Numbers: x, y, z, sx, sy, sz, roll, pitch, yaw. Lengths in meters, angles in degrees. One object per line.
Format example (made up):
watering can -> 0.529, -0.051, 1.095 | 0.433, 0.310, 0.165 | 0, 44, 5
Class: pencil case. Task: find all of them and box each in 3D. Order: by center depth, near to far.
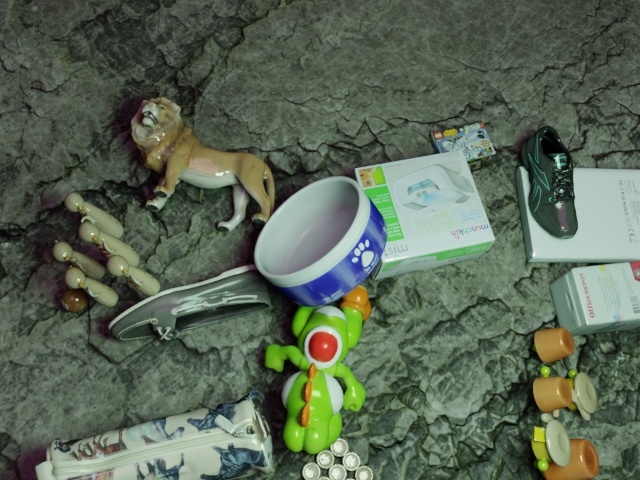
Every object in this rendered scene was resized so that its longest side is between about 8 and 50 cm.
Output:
pencil case -> -0.293, 0.400, 1.266 | 0.410, 0.184, 0.160 | -12, 54, -10

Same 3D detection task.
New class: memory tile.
memory tile -> 0.046, 0.479, 1.364 | 0.113, 0.012, 0.148 | -38, 77, -18

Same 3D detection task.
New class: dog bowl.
dog bowl -> 0.000, 0.000, 1.385 | 0.104, 0.264, 0.265 | 48, 65, -33

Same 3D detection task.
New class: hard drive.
hard drive -> 0.650, -0.060, 1.620 | 0.352, 0.047, 0.233 | 1, 69, -6

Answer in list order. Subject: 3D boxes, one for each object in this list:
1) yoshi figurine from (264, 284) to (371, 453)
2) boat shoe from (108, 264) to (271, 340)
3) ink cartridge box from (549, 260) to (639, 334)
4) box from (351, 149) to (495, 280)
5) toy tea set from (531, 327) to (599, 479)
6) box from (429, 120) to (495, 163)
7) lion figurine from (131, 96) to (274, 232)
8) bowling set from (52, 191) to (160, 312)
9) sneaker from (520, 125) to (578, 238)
yoshi figurine -> -0.003, 0.268, 1.385 | 0.203, 0.203, 0.362 | 41, 46, -32
boat shoe -> -0.261, 0.148, 1.406 | 0.335, 0.112, 0.096 | -21, 68, -17
ink cartridge box -> 0.618, 0.130, 1.499 | 0.176, 0.127, 0.128 | -5, 70, -8
box -> 0.217, -0.055, 1.531 | 0.261, 0.127, 0.231 | -10, 69, -11
toy tea set -> 0.475, 0.345, 1.413 | 0.200, 0.124, 0.336 | 42, 45, -25
box -> 0.344, -0.232, 1.663 | 0.136, 0.027, 0.094 | -14, 73, -11
lion figurine -> -0.246, -0.162, 1.532 | 0.392, 0.142, 0.240 | 21, 60, -13
bowling set -> -0.470, 0.057, 1.369 | 0.200, 0.154, 0.287 | -47, 48, -2
sneaker -> 0.525, -0.134, 1.554 | 0.101, 0.106, 0.268 | -9, 72, -11
